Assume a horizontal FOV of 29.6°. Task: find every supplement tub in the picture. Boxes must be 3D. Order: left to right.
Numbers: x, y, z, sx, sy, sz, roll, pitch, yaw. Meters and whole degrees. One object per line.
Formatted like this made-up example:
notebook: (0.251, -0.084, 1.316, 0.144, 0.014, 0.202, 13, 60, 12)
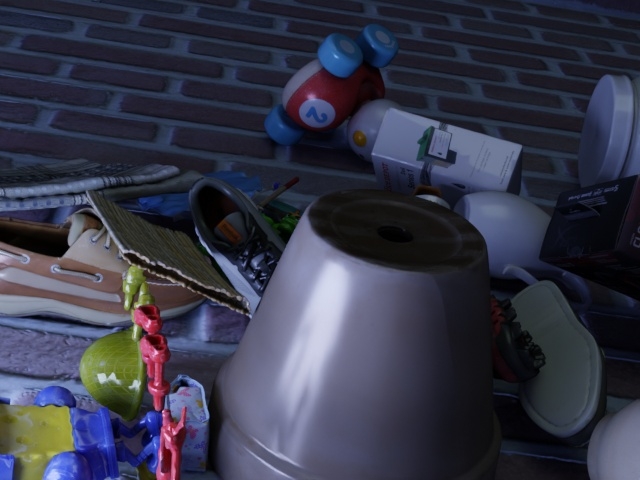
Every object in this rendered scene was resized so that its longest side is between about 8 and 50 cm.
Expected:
supplement tub: (0.631, -0.157, 2.067, 0.331, 0.241, 0.241, 9, 26, -3)

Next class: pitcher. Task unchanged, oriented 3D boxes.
pitcher: (0.294, 0.019, 1.743, 0.207, 0.125, 0.178, 16, 40, -14)

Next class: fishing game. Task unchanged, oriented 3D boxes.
fishing game: (-0.174, -0.062, 1.771, 0.264, 0.041, 0.189, 3, 21, 25)

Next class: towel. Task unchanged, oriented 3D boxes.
towel: (-0.359, -0.079, 1.628, 0.324, 0.056, 0.312, -7, 6, -33)

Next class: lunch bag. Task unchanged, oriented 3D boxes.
lunch bag: (-0.144, 0.192, 1.268, 0.053, 0.071, 0.083, 1, 30, -11)

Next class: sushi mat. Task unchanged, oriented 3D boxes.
sushi mat: (-0.180, 0.007, 1.368, 0.151, 0.019, 0.316, 25, 5, -22)

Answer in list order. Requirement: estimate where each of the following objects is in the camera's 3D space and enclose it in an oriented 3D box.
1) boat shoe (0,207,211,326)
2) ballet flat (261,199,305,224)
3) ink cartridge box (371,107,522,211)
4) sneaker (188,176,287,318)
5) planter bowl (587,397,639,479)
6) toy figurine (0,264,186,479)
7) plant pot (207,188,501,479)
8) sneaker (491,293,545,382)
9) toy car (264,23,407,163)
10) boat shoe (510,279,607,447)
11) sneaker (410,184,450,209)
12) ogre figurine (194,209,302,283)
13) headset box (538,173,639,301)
boat shoe: (-0.292, 0.027, 1.487, 0.324, 0.120, 0.122, 1, 28, -18)
ballet flat: (0.000, 0.000, 1.706, 0.203, 0.074, 0.074, 18, 27, 29)
ink cartridge box: (0.197, -0.108, 1.887, 0.219, 0.160, 0.093, 17, 70, 16)
sneaker: (-0.081, 0.028, 1.504, 0.271, 0.100, 0.108, 49, -2, 21)
planter bowl: (0.357, 0.236, 1.297, 0.162, 0.162, 0.109, -13, 8, -39)
toy figurine: (-0.261, 0.161, 1.170, 0.217, 0.191, 0.362, -3, 28, -16)
plant pot: (0.055, 0.111, 1.272, 0.323, 0.280, 0.323, 9, 27, -5)
sneaker: (0.178, 0.119, 1.461, 0.135, 0.098, 0.276, -33, 19, 0)
toy car: (0.070, -0.204, 2.061, 0.238, 0.219, 0.210, 51, 39, 12)
boat shoe: (0.297, 0.156, 1.464, 0.091, 0.109, 0.305, 51, 15, -21)
sneaker: (0.126, 0.007, 1.685, 0.106, 0.123, 0.290, 13, 27, 1)
ogre figurine: (-0.060, 0.022, 1.625, 0.197, 0.097, 0.118, 7, 40, 29)
headset box: (0.452, 0.013, 1.621, 0.293, 0.110, 0.218, 21, -10, -13)
